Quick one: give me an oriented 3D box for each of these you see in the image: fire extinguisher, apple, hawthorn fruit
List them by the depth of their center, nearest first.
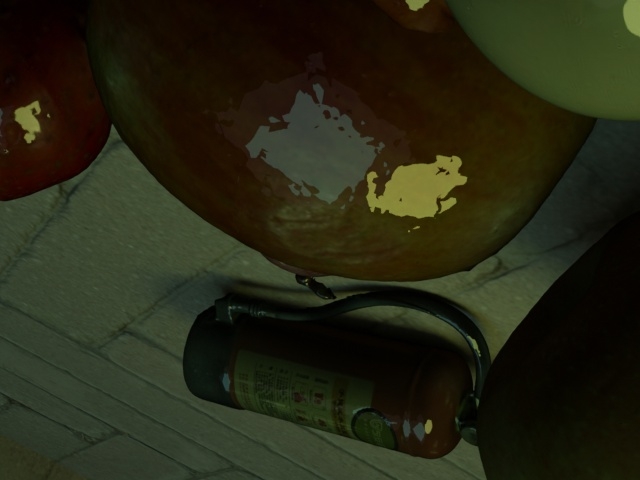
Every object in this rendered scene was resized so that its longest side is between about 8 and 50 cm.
[{"bbox_3d":[0.002,-0.112,0.723,0.346,0.254,0.179,23,-166,2],"label":"apple"},{"bbox_3d":[0.255,0.122,0.748,0.277,0.319,0.319,29,154,-3],"label":"apple"},{"bbox_3d":[-0.233,-0.130,0.826,0.179,0.179,0.200,19,156,10],"label":"hawthorn fruit"},{"bbox_3d":[0.034,0.134,1.166,0.376,0.113,0.200,11,151,25],"label":"fire extinguisher"}]

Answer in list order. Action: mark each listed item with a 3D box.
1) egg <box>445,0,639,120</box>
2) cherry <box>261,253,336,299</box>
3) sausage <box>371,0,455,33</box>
[{"bbox_3d":[0.131,-0.148,0.477,0.186,0.186,0.241,15,162,17],"label":"egg"},{"bbox_3d":[0.000,0.000,0.983,0.107,0.090,0.225,8,160,16],"label":"cherry"},{"bbox_3d":[-0.014,-0.221,0.538,0.083,0.089,0.300,-22,122,43],"label":"sausage"}]
